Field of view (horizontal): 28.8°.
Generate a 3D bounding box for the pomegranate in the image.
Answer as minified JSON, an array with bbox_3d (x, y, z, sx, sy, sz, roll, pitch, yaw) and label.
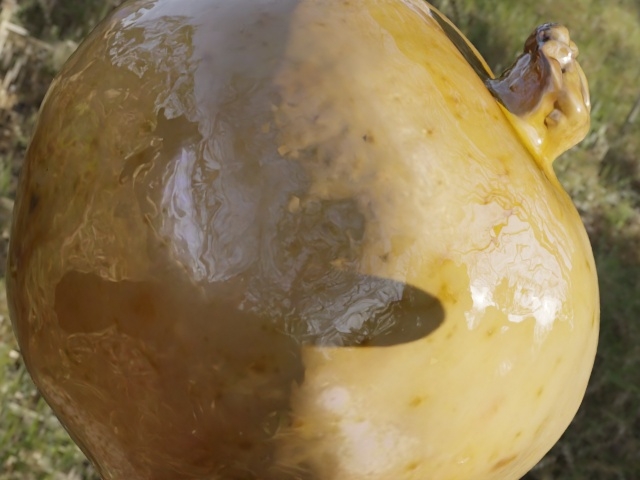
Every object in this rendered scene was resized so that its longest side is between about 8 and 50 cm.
[{"bbox_3d":[0.000,0.000,0.794,0.411,0.411,0.411,25,18,-8],"label":"pomegranate"}]
